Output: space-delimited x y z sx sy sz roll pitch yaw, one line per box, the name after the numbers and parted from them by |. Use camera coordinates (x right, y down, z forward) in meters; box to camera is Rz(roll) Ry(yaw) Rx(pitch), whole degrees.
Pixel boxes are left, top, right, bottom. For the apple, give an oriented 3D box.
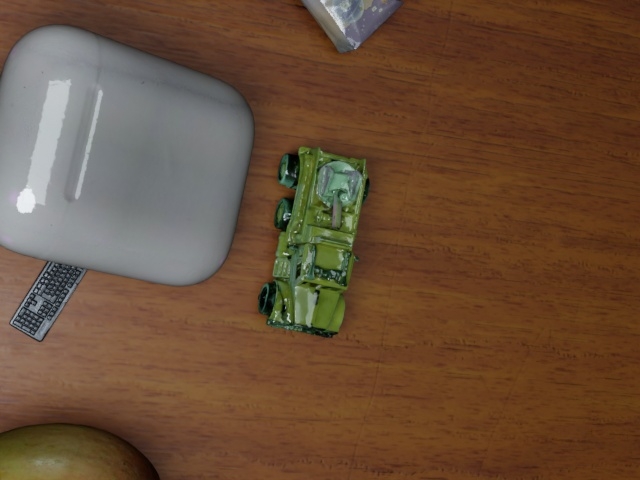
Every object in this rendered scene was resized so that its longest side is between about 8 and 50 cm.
-0.338 0.387 1.244 0.304 0.338 0.339 -5 91 -4 | apple

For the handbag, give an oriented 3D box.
0.025 -0.366 1.488 0.117 0.095 0.173 -46 106 -17 | handbag

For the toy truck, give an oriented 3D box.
-0.002 0.003 1.455 0.128 0.135 0.260 13 89 -18 | toy truck

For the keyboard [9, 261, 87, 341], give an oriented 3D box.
-0.354 0.059 1.400 0.053 0.010 0.155 33 80 -17 | keyboard

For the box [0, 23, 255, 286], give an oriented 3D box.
-0.252 -0.101 1.337 0.348 0.141 0.289 15 86 -36 | box
